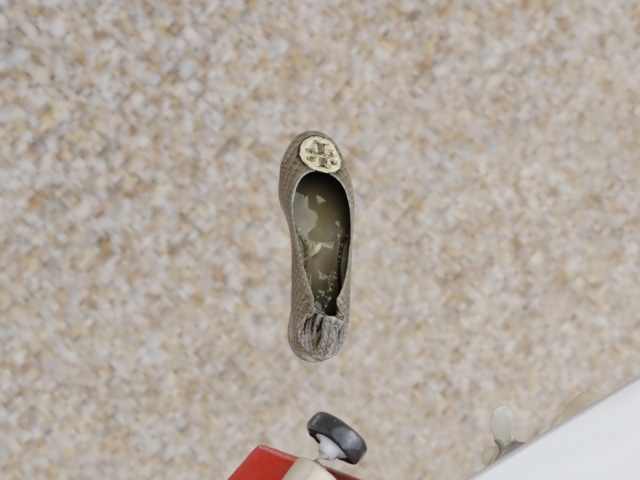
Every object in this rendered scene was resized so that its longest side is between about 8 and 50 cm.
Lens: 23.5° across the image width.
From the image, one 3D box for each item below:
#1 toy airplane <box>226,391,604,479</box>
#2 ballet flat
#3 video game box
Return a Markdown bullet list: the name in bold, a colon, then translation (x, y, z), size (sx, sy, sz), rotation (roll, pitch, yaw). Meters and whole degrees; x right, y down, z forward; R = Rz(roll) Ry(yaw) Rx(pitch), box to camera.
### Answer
- **toy airplane**: translation (0.118, 0.341, 1.384), size (0.386, 0.384, 0.272), rotation (-12, 150, 4)
- **ballet flat**: translation (0.000, 0.000, 1.549), size (0.084, 0.249, 0.058), rotation (8, 158, -16)
- **video game box**: translation (0.074, 0.113, 0.611), size (0.205, 0.048, 0.187), rotation (-30, 170, -7)
